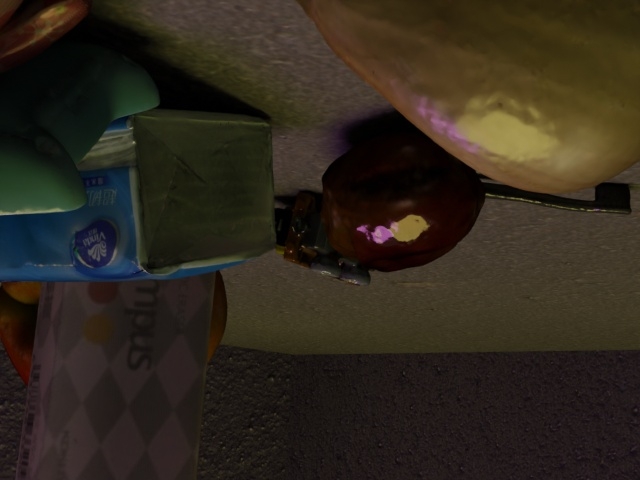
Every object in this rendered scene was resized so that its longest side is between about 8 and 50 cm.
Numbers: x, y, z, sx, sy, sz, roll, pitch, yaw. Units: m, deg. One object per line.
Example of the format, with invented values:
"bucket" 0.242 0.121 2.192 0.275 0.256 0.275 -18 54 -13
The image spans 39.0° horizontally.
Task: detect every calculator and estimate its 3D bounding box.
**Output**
"calculator" -0.322 -0.088 0.612 0.387 0.054 0.256 1 -152 6

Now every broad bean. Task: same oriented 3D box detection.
"broad bean" 0.078 -0.036 0.873 0.156 0.121 0.228 -10 173 -3

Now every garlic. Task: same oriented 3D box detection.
"garlic" 0.109 -0.113 0.526 0.245 0.145 0.164 12 -163 -24

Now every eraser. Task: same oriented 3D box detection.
"eraser" -0.233 0.119 1.046 0.213 0.396 0.082 4 169 -3

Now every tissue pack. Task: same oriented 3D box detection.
"tissue pack" -0.199 -0.037 0.823 0.264 0.146 0.198 -1 -176 31

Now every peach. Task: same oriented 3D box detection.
"peach" -0.289 0.102 1.309 0.308 0.307 0.332 -5 -178 39

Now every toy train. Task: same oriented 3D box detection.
"toy train" 0.000 0.000 1.161 0.127 0.089 0.219 9 173 31

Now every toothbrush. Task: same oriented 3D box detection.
"toothbrush" 0.184 -0.055 0.969 0.298 0.030 0.030 5 177 1

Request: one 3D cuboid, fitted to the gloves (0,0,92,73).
"gloves" -0.259 -0.138 0.519 0.241 0.126 0.145 12 165 -6
